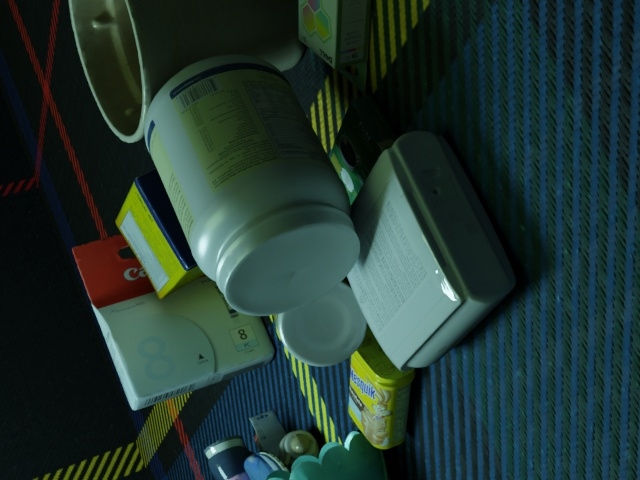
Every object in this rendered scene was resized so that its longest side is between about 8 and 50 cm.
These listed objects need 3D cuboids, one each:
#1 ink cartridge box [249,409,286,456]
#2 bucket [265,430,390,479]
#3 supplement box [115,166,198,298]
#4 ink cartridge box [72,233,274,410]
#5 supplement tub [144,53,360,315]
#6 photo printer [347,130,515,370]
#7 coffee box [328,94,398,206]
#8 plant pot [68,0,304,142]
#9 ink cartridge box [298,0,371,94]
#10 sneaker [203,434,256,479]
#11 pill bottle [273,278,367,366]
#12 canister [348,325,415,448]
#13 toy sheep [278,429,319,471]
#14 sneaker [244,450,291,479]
[{"bbox_3d":[-0.106,0.426,2.353,0.115,0.063,0.029,61,152,26],"label":"ink cartridge box"},{"bbox_3d":[0.005,0.462,1.901,0.183,0.281,0.281,62,155,8],"label":"bucket"},{"bbox_3d":[-0.253,-0.039,2.132,0.194,0.195,0.356,60,160,2],"label":"supplement box"},{"bbox_3d":[-0.310,0.126,2.291,0.385,0.308,0.091,65,156,17],"label":"ink cartridge box"},{"bbox_3d":[-0.098,-0.080,1.564,0.235,0.235,0.325,105,146,-50],"label":"supplement tub"},{"bbox_3d":[0.130,0.031,1.524,0.256,0.107,0.307,65,156,20],"label":"photo printer"},{"bbox_3d":[0.064,-0.119,1.650,0.113,0.040,0.184,61,154,23],"label":"coffee box"},{"bbox_3d":[-0.202,-0.353,1.742,0.334,0.305,0.334,44,144,46],"label":"plant pot"},{"bbox_3d":[0.019,-0.319,1.586,0.109,0.062,0.209,47,146,44],"label":"ink cartridge box"},{"bbox_3d":[-0.155,0.520,2.338,0.131,0.112,0.319,65,-174,28],"label":"sneaker"},{"bbox_3d":[-0.008,0.110,1.760,0.246,0.136,0.136,-131,28,-81],"label":"pill bottle"},{"bbox_3d":[0.096,0.241,1.784,0.126,0.073,0.170,49,148,43],"label":"canister"},{"bbox_3d":[-0.044,0.425,2.194,0.091,0.091,0.132,63,159,21],"label":"toy sheep"},{"bbox_3d":[-0.093,0.548,2.090,0.130,0.147,0.330,84,164,-47],"label":"sneaker"}]
